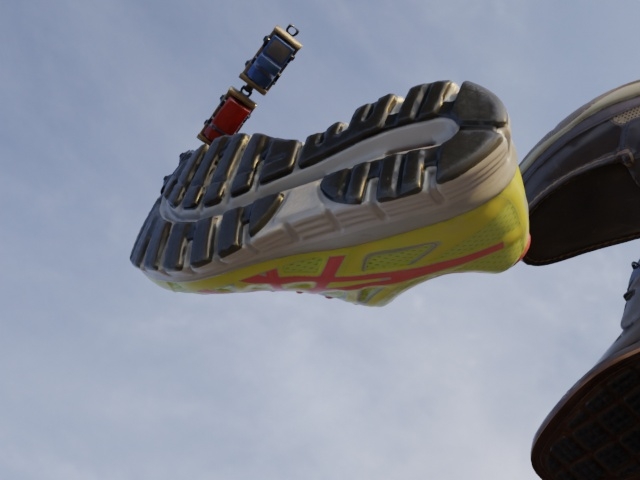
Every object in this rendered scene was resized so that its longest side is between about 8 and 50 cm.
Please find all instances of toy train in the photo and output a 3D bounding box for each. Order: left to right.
[{"bbox_3d":[-0.066,-0.089,0.588,0.027,0.036,0.158,36,-78,-8],"label":"toy train"}]

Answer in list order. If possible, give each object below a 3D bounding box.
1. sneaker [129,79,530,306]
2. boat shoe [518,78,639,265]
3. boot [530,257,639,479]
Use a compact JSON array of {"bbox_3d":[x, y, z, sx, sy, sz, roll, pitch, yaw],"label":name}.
[{"bbox_3d":[0.000,0.000,0.381,0.208,0.081,0.094,-8,-40,34],"label":"sneaker"},{"bbox_3d":[0.319,-0.071,0.702,0.355,0.130,0.132,-32,-54,20],"label":"boat shoe"},{"bbox_3d":[0.212,0.059,0.487,0.082,0.106,0.219,43,-69,-5],"label":"boot"}]
